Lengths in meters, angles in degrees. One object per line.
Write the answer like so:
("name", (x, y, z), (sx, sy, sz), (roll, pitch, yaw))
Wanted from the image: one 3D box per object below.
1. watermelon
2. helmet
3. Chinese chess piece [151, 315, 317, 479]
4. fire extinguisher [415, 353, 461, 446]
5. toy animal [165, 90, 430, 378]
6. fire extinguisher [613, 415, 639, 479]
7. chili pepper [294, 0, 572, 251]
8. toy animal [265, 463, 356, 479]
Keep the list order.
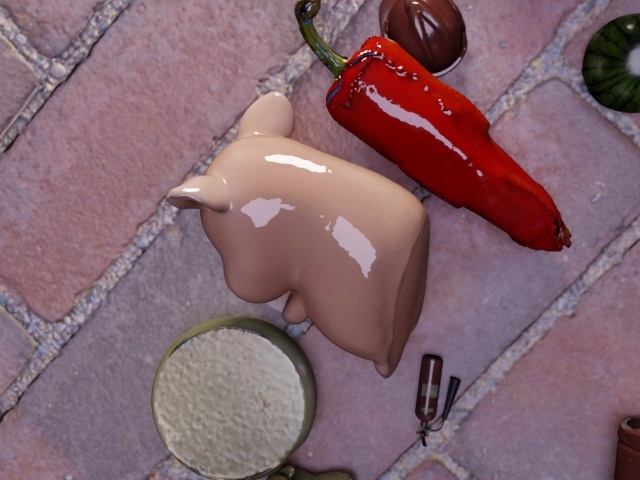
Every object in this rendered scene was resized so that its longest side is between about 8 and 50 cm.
("watermelon", (0.329, -0.186, 0.849), (0.105, 0.062, 0.105), (1, 97, 12))
("helmet", (0.109, -0.230, 0.874), (0.089, 0.057, 0.111), (-34, 91, 11))
("Chinese chess piece", (-0.097, 0.180, 0.930), (0.188, 0.083, 0.188), (0, 92, 7))
("fire extinguisher", (0.133, 0.181, 0.930), (0.046, 0.032, 0.100), (2, 97, -27))
("toy animal", (-0.004, 0.000, 0.857), (0.256, 0.195, 0.213), (21, 136, 9))
("fire extinguisher", (0.351, 0.332, 0.877), (0.105, 0.105, 0.269), (5, 95, 7))
("chili pepper", (0.117, -0.114, 0.863), (0.387, 0.110, 0.110), (38, 99, 0))
("toy animal", (-0.055, 0.351, 0.943), (0.101, 0.103, 0.218), (28, 101, 23))
